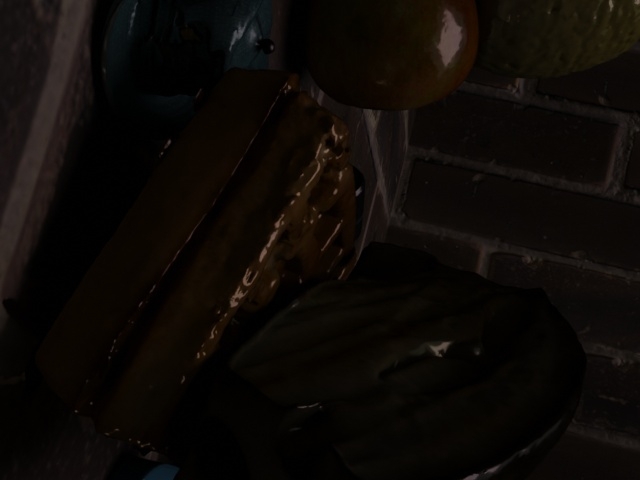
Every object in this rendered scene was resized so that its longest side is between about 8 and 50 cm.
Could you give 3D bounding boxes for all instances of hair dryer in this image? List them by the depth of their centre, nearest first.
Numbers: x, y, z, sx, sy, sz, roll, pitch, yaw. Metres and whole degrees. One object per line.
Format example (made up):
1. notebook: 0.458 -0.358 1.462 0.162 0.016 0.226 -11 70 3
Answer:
1. hair dryer: 0.000 0.000 1.222 0.124 0.072 0.219 88 26 -55

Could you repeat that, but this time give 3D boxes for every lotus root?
1. lotus root: 0.037 0.111 0.516 0.314 0.210 0.142 -20 126 -54

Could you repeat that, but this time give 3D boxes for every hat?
1. hat: -0.062 -0.135 0.525 0.191 0.078 0.138 -66 169 -51

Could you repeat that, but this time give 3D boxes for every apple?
1. apple: 0.072 -0.232 0.895 0.196 0.196 0.195 13 90 -81

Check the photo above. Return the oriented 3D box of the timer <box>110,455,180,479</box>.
1. timer: -0.155 0.306 0.709 0.250 0.091 0.231 57 46 -62

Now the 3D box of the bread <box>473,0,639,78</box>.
1. bread: 0.253 -0.339 0.984 0.320 0.237 0.320 166 -90 -82

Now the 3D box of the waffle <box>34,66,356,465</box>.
1. waffle: -0.059 0.046 0.578 0.224 0.098 0.327 -61 171 -15

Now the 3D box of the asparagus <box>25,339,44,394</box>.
1. asparagus: -0.138 0.033 0.507 0.016 0.016 0.163 -37 -163 36
